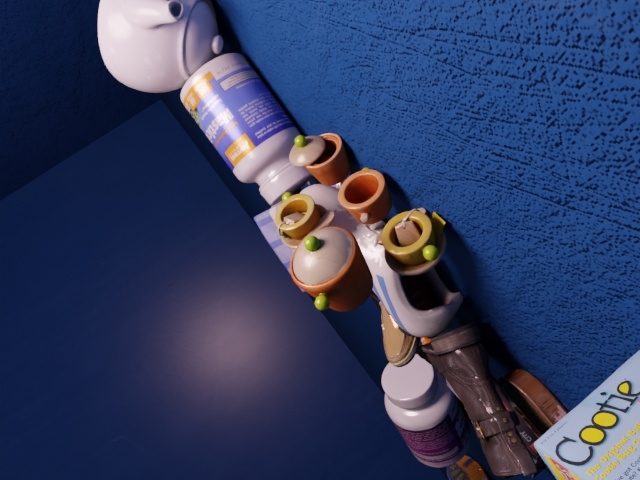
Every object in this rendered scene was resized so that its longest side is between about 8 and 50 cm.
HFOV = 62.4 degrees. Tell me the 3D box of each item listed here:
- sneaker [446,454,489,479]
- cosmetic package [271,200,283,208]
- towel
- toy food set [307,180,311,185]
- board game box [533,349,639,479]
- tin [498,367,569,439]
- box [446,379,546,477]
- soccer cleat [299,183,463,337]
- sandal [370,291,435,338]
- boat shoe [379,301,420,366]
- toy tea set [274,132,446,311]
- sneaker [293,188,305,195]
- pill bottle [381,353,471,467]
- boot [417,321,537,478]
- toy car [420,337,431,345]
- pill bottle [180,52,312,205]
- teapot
[{"bbox_3d":[0.500,0.788,1.614,0.131,0.112,0.296,59,170,-29],"label":"sneaker"},{"bbox_3d":[-0.060,-0.014,1.640,0.099,0.060,0.239,38,161,53],"label":"cosmetic package"},{"bbox_3d":[0.000,0.000,1.059,0.285,0.034,0.209,-19,109,46],"label":"towel"},{"bbox_3d":[-0.122,-0.203,1.235,0.218,0.071,0.128,46,168,38],"label":"toy food set"},{"bbox_3d":[0.309,0.201,0.347,0.142,0.144,0.275,56,171,-12],"label":"board game box"},{"bbox_3d":[0.341,0.271,0.776,0.189,0.040,0.106,52,174,15],"label":"tin"},{"bbox_3d":[0.325,0.316,0.985,0.233,0.044,0.159,47,168,37],"label":"box"},{"bbox_3d":[0.097,0.009,0.851,0.331,0.116,0.143,47,152,12],"label":"soccer cleat"},{"bbox_3d":[0.184,0.156,1.153,0.179,0.040,0.067,27,161,38],"label":"sandal"},{"bbox_3d":[0.128,0.128,0.920,0.072,0.068,0.190,44,-147,-28],"label":"boat shoe"},{"bbox_3d":[0.013,-0.051,0.750,0.124,0.200,0.336,51,-179,-45],"label":"toy tea set"},{"bbox_3d":[0.039,-0.015,1.142,0.267,0.101,0.106,49,-161,-4],"label":"sneaker"},{"bbox_3d":[0.256,0.412,1.292,0.169,0.169,0.301,42,165,51],"label":"pill bottle"},{"bbox_3d":[0.241,0.257,0.833,0.263,0.091,0.228,72,177,-73],"label":"boot"},{"bbox_3d":[0.236,0.226,1.107,0.060,0.041,0.122,53,171,3],"label":"toy car"},{"bbox_3d":[-0.132,-0.208,1.021,0.272,0.152,0.152,54,171,1],"label":"pill bottle"},{"bbox_3d":[-0.270,-0.383,0.984,0.187,0.256,0.252,15,139,4],"label":"teapot"}]
